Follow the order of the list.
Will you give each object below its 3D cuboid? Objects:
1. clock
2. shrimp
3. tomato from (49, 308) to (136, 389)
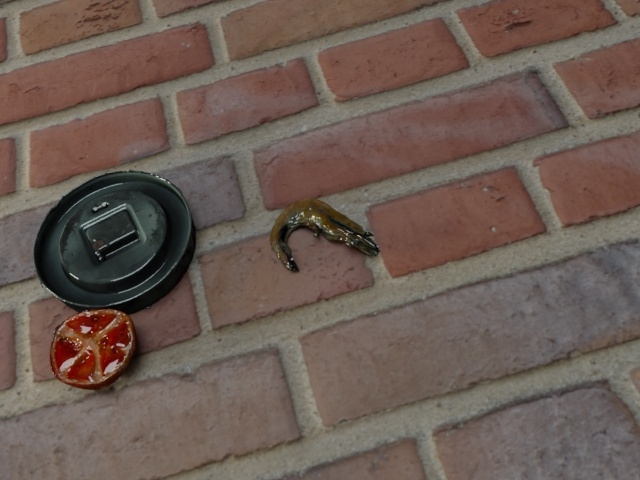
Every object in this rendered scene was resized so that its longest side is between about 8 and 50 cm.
[{"bbox_3d":[-0.392,0.004,1.356,0.312,0.061,0.313,-4,57,6],"label":"clock"},{"bbox_3d":[0.000,0.000,1.312,0.219,0.046,0.152,26,64,26],"label":"shrimp"},{"bbox_3d":[-0.388,0.198,1.227,0.155,0.069,0.156,-4,54,5],"label":"tomato"}]
